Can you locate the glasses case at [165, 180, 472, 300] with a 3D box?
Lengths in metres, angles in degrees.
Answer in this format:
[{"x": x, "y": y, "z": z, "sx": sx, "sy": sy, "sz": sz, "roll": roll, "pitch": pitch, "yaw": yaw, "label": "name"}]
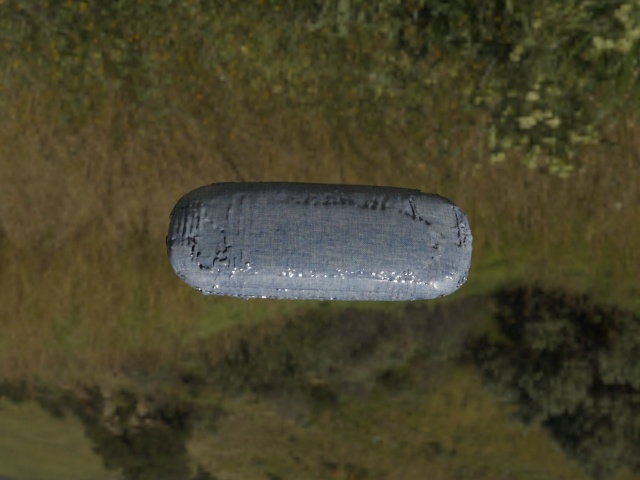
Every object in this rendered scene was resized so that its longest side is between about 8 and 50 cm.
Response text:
[{"x": 0.000, "y": 0.000, "z": 1.040, "sx": 0.282, "sy": 0.109, "sz": 0.067, "roll": 2, "pitch": 146, "yaw": -5, "label": "glasses case"}]
